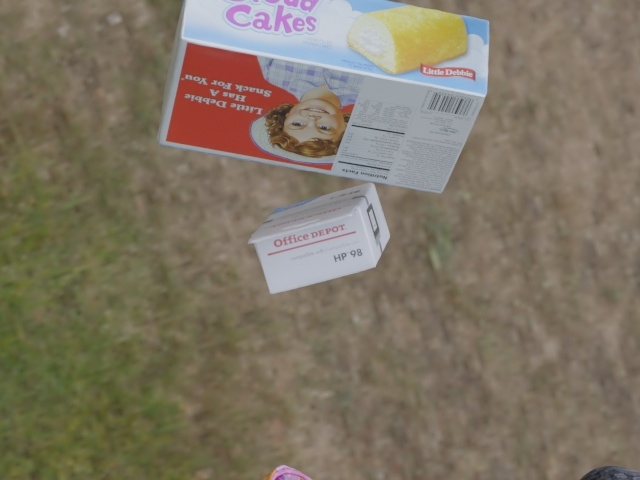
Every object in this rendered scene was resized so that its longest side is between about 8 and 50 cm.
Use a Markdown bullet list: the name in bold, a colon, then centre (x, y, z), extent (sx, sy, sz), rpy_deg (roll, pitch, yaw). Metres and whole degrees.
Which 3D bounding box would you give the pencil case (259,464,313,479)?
- **pencil case**: centre (-0.110, 0.385, 2.091), extent (0.124, 0.284, 0.124), rpy_deg (39, 26, -23)

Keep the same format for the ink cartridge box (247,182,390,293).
- **ink cartridge box**: centre (0.000, 0.000, 1.648), extent (0.180, 0.104, 0.060), rpy_deg (-54, 129, -77)

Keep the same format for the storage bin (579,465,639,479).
- **storage bin**: centre (0.178, 0.228, 0.961), extent (0.084, 0.122, 0.180), rpy_deg (-60, 162, -69)

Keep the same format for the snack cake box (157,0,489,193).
- **snack cake box**: centre (0.001, -0.137, 1.547), extent (0.264, 0.152, 0.089), rpy_deg (10, 57, -8)
